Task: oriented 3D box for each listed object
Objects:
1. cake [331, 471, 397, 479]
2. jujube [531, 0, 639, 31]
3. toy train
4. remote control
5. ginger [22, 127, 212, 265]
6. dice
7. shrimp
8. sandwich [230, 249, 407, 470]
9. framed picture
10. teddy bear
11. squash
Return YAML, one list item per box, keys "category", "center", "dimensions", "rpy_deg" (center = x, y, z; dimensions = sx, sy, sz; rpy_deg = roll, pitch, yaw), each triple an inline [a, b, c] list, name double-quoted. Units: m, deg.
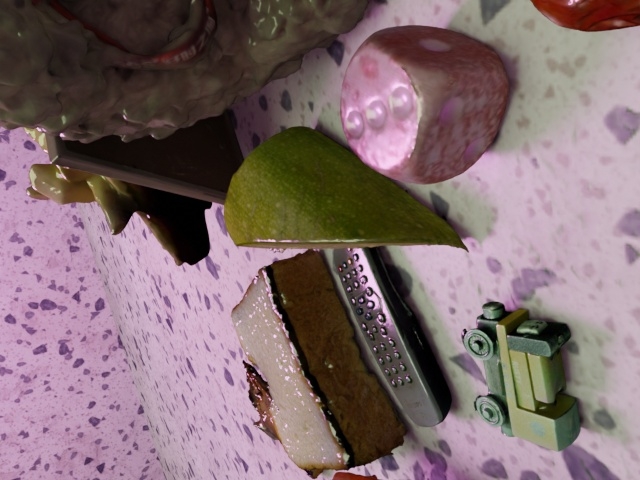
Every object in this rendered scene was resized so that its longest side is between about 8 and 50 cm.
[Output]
- category: "cake"
  center: [0.060, 0.412, 0.472]
  dimensions: [0.270, 0.320, 0.269]
  rpy_deg: [2, 106, 33]
- category: "jujube"
  center: [0.157, -0.172, 0.227]
  dimensions: [0.176, 0.109, 0.112]
  rpy_deg: [111, 167, -60]
- category: "toy train"
  center: [0.164, 0.111, 0.440]
  dimensions: [0.081, 0.050, 0.122]
  rpy_deg: [5, 112, 53]
- category: "remote control"
  center: [0.075, 0.093, 0.582]
  dimensions: [0.221, 0.042, 0.072]
  rpy_deg: [65, 149, 11]
- category: "ginger"
  center: [-0.331, -0.153, 0.808]
  dimensions: [0.358, 0.211, 0.413]
  rpy_deg: [-98, -11, -59]
- category: "dice"
  center: [0.076, -0.103, 0.406]
  dimensions: [0.093, 0.094, 0.091]
  rpy_deg: [47, 144, 37]
- category: "shrimp"
  center: [-0.088, 0.329, 0.976]
  dimensions: [0.262, 0.066, 0.117]
  rpy_deg: [38, 138, 45]
- category: "sandwich"
  center: [-0.024, 0.180, 0.748]
  dimensions: [0.273, 0.095, 0.249]
  rpy_deg: [64, 150, 11]
- category: "framed picture"
  center: [-0.200, -0.150, 0.649]
  dimensions: [0.016, 0.289, 0.213]
  rpy_deg: [-30, 68, 27]
- category: "teddy bear"
  center: [-0.187, -0.271, 0.492]
  dimensions: [0.367, 0.358, 0.224]
  rpy_deg: [63, 161, 13]
- category: "squash"
  center: [0.000, 0.000, 0.542]
  dimensions: [0.252, 0.093, 0.169]
  rpy_deg: [44, 116, 39]
